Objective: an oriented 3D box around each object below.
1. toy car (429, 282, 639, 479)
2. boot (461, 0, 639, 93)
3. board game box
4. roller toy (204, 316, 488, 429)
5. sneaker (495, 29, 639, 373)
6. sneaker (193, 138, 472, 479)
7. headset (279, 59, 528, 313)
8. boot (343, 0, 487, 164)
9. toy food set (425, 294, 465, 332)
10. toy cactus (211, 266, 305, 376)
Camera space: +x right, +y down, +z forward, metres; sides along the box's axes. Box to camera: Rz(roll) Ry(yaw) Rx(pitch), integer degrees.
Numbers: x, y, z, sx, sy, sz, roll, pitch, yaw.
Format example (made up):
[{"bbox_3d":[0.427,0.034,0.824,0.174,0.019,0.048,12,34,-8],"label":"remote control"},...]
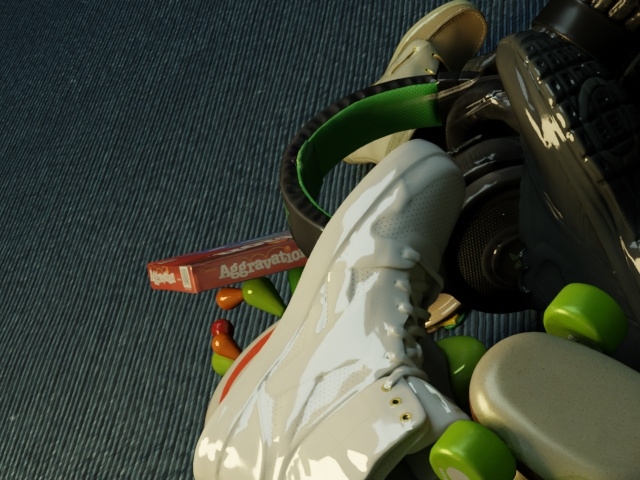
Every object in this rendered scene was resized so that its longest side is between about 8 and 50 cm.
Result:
[{"bbox_3d":[0.164,0.152,1.215,0.149,0.188,0.155,31,62,23],"label":"toy car"},{"bbox_3d":[0.247,-0.214,1.619,0.260,0.131,0.348,-36,-20,-4],"label":"boot"},{"bbox_3d":[0.000,0.000,1.651,0.281,0.027,0.145,-14,6,-19],"label":"board game box"},{"bbox_3d":[0.013,0.138,1.439,0.191,0.146,0.209,-11,36,45],"label":"roller toy"},{"bbox_3d":[0.185,-0.014,1.351,0.130,0.286,0.109,-31,-12,36],"label":"sneaker"},{"bbox_3d":[0.056,0.079,1.278,0.169,0.108,0.292,23,78,39],"label":"sneaker"},{"bbox_3d":[0.159,-0.073,1.496,0.394,0.185,0.243,1,38,14],"label":"headset"},{"bbox_3d":[0.118,-0.149,1.884,0.213,0.077,0.165,-47,25,-8],"label":"boot"},{"bbox_3d":[0.100,0.051,1.625,0.083,0.020,0.082,-12,35,43],"label":"toy food set"},{"bbox_3d":[-0.018,0.103,1.633,0.219,0.112,0.180,-19,49,31],"label":"toy cactus"}]
